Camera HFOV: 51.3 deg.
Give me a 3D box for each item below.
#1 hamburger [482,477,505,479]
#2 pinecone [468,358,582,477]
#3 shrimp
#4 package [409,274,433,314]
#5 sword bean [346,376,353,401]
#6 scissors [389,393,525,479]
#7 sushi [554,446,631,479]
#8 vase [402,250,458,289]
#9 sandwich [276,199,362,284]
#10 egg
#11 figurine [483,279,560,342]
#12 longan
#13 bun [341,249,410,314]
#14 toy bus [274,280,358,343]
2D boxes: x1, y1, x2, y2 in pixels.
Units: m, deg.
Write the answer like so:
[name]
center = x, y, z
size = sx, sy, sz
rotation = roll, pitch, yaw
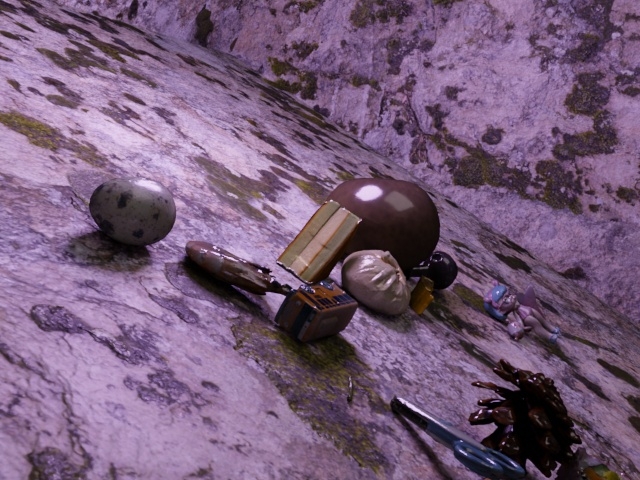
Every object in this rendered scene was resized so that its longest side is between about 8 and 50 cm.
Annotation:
[hamburger]
center = 0.320, 0.472, 1.045
size = 0.230, 0.107, 0.231
rotation = 22, 18, -8
[pinecone]
center = 0.387, 0.354, 1.294
size = 0.229, 0.201, 0.202
rotation = 43, 19, 28
[shrimp]
center = -0.175, 0.065, 1.442
size = 0.254, 0.059, 0.145
rotation = 22, 5, -2
[package]
center = 0.281, 0.151, 1.863
size = 0.047, 0.071, 0.131
rotation = 35, 20, 0
[sword bean]
center = 0.058, 0.285, 1.283
size = 0.012, 0.012, 0.083
rotation = 28, 17, -4
[scissors]
center = 0.228, 0.350, 1.204
size = 0.138, 0.041, 0.289
rotation = 16, 4, -41
[sushi]
center = 0.520, 0.507, 1.238
size = 0.161, 0.108, 0.241
rotation = 30, 27, 3
[vase]
center = 0.328, 0.094, 2.044
size = 0.182, 0.120, 0.120
rotation = -2, 31, -25
[sandwich]
center = 0.000, 0.000, 1.677
size = 0.117, 0.187, 0.144
rotation = 33, 13, 12
[egg]
center = -0.377, -0.060, 1.336
size = 0.181, 0.141, 0.141
rotation = 12, 25, -47
[figurine]
center = 0.627, 0.249, 2.109
size = 0.260, 0.103, 0.205
rotation = 34, 55, 7
[longan]
center = 0.172, -0.053, 1.916
size = 0.349, 0.289, 0.288
rotation = 16, 18, 6
[bun]
center = 0.155, 0.095, 1.734
size = 0.222, 0.128, 0.222
rotation = 26, 16, -8
[toy bus]
center = -0.006, 0.153, 1.411
size = 0.103, 0.091, 0.182
rotation = 37, 19, 24
